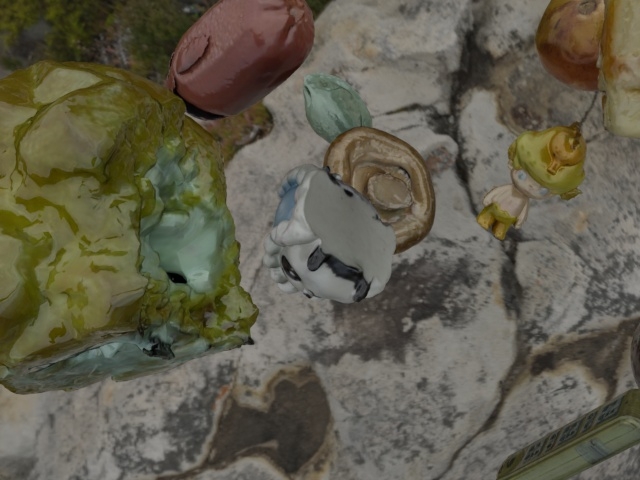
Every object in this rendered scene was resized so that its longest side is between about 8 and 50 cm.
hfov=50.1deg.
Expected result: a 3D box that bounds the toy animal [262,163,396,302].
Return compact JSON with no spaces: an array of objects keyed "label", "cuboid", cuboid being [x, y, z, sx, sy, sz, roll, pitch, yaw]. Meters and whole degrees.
[{"label":"toy animal","cuboid":[0.000,0.000,1.053,0.156,0.208,0.204,-20,47,42]}]

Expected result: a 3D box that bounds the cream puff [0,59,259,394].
[{"label":"cream puff","cuboid":[-0.220,-0.004,0.616,0.274,0.323,0.269,-18,70,9]}]

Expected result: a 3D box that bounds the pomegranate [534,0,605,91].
[{"label":"pomegranate","cuboid":[0.616,-0.464,1.534,0.264,0.264,0.264,-5,79,28]}]

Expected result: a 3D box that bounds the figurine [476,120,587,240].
[{"label":"figurine","cuboid":[0.381,-0.110,1.228,0.156,0.131,0.246,36,118,-8]}]

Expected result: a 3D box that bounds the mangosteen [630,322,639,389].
[{"label":"mangosteen","cuboid":[0.725,0.217,1.239,0.311,0.311,0.311,-5,79,28]}]

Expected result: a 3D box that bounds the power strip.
[{"label":"power strip","cuboid":[0.424,0.370,1.202,0.066,0.092,0.387,42,134,7]}]

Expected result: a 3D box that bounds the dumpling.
[{"label":"dumpling","cuboid":[0.032,-0.300,1.629,0.108,0.153,0.219,-24,98,32]}]

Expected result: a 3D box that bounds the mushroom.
[{"label":"mushroom","cuboid":[0.111,-0.097,1.412,0.146,0.278,0.278,152,120,-71]}]

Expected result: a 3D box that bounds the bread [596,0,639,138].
[{"label":"bread","cuboid":[0.519,-0.323,0.899,0.279,0.371,0.389,5,115,28]}]

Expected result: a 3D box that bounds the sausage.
[{"label":"sausage","cuboid":[-0.125,-0.281,1.031,0.280,0.152,0.152,-26,69,42]}]
